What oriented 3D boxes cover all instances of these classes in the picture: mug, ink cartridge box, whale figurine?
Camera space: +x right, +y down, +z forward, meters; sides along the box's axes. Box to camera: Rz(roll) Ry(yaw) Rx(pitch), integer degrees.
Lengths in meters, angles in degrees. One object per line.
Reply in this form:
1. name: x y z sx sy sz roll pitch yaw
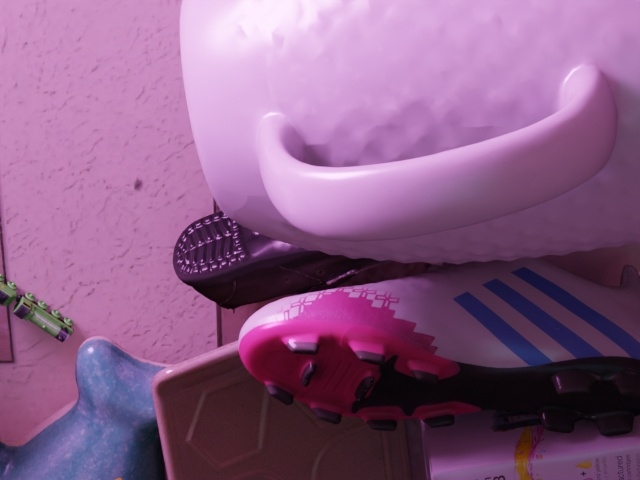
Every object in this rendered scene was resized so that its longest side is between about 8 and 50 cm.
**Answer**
1. mug: 0.081 -0.099 1.134 0.328 0.374 0.276 -9 114 10
2. ink cartridge box: 0.173 0.188 1.429 0.176 0.127 0.128 -8 119 3
3. whale figurine: -0.188 0.210 1.417 0.216 0.141 0.272 22 117 -13

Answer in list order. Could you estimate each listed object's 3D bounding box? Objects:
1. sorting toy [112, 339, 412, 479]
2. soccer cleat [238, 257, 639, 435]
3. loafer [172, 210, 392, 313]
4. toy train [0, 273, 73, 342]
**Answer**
1. sorting toy: -0.069 0.173 1.398 0.307 0.041 0.229 -20 123 -24
2. soccer cleat: 0.101 0.066 1.357 0.331 0.143 0.116 6 142 -9
3. loafer: 0.000 0.000 1.359 0.220 0.080 0.078 -12 142 15
4. toy train: -0.229 0.054 1.399 0.083 0.023 0.017 35 112 -19
